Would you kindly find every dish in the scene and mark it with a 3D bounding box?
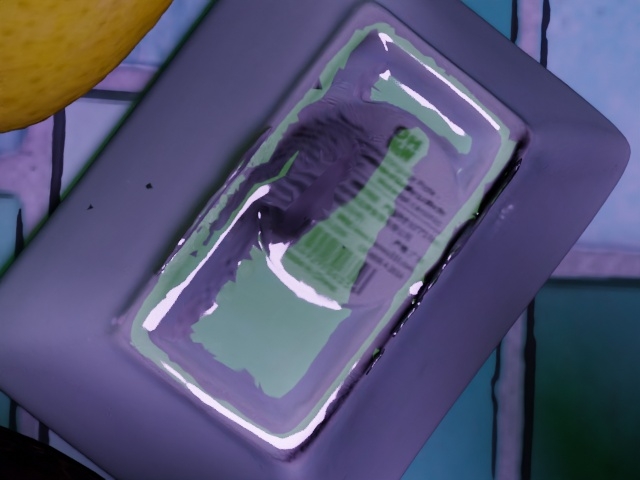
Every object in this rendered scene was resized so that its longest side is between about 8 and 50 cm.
[{"bbox_3d":[0.000,0.000,0.654,0.182,0.080,0.243,37,81,-6],"label":"dish"}]

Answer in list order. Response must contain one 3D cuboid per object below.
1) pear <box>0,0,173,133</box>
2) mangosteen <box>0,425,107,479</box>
[{"bbox_3d":[-0.130,-0.206,0.545,0.285,0.285,0.336,-10,90,-10],"label":"pear"},{"bbox_3d":[-0.121,0.203,0.527,0.300,0.300,0.300,0,87,-10],"label":"mangosteen"}]
